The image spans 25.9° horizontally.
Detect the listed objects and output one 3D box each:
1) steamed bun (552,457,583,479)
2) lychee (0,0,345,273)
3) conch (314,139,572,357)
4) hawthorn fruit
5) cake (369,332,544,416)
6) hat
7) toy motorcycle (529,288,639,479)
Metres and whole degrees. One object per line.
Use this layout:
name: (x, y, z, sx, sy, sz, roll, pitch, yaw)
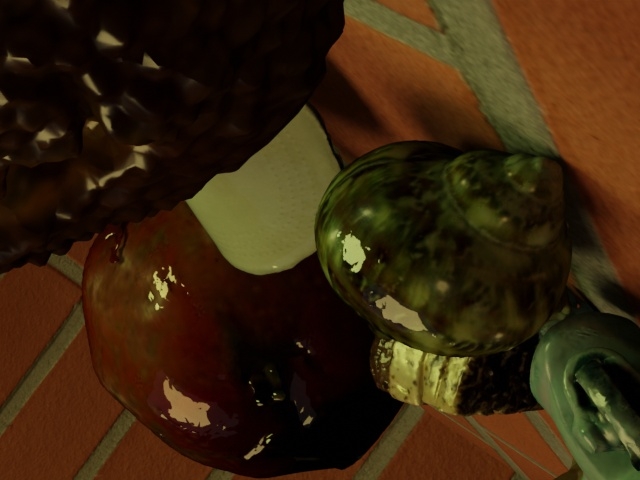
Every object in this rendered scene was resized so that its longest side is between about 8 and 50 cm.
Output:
steamed bun: (0.325, 0.326, 1.534, 0.247, 0.189, 0.428, 41, 177, 30)
lychee: (-0.125, -0.122, 0.513, 0.267, 0.267, 0.267, 35, 173, 5)
conch: (0.084, 0.005, 0.824, 0.187, 0.124, 0.181, 7, 179, -34)
hawthorn fruit: (-0.050, 0.063, 1.189, 0.316, 0.316, 0.316, 35, 173, 5)
cake: (0.146, 0.109, 1.113, 0.112, 0.135, 0.246, 26, 168, 43)
hat: (-0.128, -0.076, 0.929, 0.258, 0.168, 0.301, 29, 156, 48)
toy motorcycle: (0.220, 0.134, 0.957, 0.260, 0.154, 0.206, 50, -170, -34)
